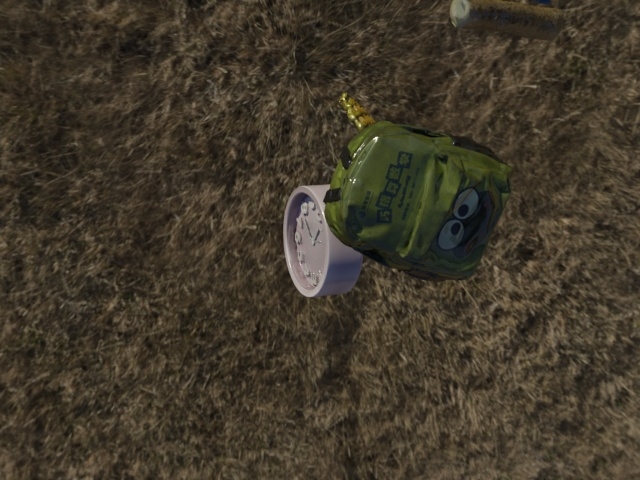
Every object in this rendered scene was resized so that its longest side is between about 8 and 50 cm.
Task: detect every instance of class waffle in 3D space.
[{"bbox_3d":[0.159,-0.328,1.765,0.051,0.291,0.291,-39,105,17],"label":"waffle"}]

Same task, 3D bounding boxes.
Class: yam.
[{"bbox_3d":[0.439,-0.518,1.342,0.356,0.081,0.081,-8,110,-32],"label":"yam"}]

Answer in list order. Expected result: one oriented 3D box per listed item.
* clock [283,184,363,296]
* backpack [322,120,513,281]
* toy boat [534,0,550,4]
[{"bbox_3d":[0.000,0.000,1.017,0.068,0.197,0.197,-4,108,-25],"label":"clock"},{"bbox_3d":[0.127,-0.057,0.786,0.253,0.140,0.207,15,100,-28],"label":"backpack"},{"bbox_3d":[0.540,-0.726,1.600,0.237,0.098,0.109,36,70,17],"label":"toy boat"}]
